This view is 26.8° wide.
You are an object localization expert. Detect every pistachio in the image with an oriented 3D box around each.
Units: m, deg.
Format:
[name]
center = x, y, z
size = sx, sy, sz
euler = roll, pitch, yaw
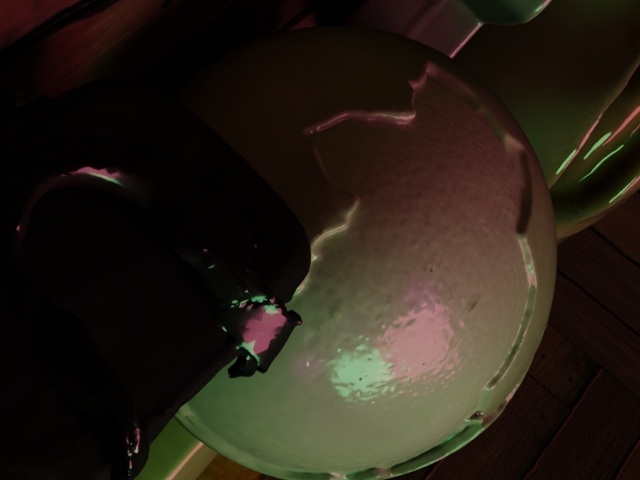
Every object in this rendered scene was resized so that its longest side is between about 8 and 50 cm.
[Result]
[pistachio]
center = 0.215, -0.162, 1.253
size = 0.445, 0.281, 0.365
euler = -57, -157, 23

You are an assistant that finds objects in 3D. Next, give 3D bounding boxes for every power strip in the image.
[power strip]
center = 0.097, -0.222, 0.952
size = 0.229, 0.141, 0.261
euler = -49, -173, -1

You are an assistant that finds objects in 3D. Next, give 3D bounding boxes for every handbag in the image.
[handbag]
center = -0.133, 0.037, 0.572
size = 0.181, 0.181, 0.254
euler = -47, 177, 35

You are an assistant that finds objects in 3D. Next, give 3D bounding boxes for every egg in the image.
[egg]
center = 0.007, 0.011, 0.818
size = 0.278, 0.278, 0.336
euler = -52, -176, 14

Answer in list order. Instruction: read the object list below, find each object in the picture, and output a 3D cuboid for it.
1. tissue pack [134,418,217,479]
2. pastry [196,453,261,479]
[tissue pack]
center = -0.152, 0.171, 1.307
size = 0.234, 0.125, 0.159
euler = -48, 172, -11
[pastry]
center = -0.065, 0.169, 1.687
size = 0.356, 0.164, 0.356
euler = -51, 172, -10
